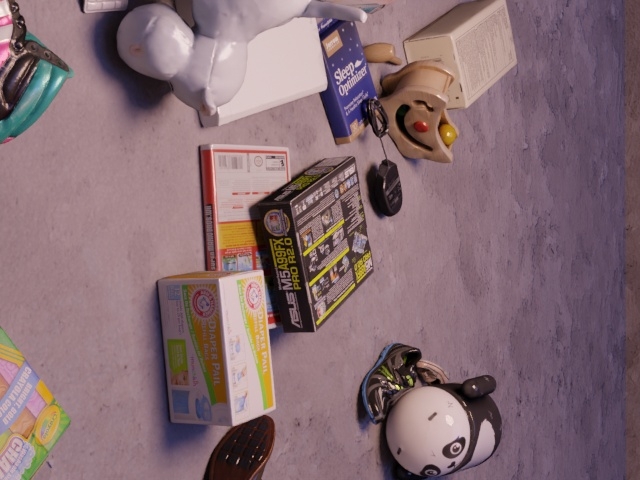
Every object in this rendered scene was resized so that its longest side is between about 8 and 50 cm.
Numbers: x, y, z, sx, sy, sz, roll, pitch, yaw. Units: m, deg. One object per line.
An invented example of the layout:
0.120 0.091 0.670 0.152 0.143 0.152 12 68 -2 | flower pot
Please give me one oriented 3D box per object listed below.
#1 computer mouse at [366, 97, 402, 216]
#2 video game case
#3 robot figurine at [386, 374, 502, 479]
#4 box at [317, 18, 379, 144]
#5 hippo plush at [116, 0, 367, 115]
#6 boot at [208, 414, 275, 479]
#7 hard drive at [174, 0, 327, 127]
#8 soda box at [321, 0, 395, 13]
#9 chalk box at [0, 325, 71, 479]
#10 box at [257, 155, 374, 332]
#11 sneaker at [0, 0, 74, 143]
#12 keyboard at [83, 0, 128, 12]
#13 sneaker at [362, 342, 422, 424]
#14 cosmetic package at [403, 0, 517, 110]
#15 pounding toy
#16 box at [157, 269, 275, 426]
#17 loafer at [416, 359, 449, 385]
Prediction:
0.107 -0.151 1.864 0.071 0.041 0.242 -47 133 -47 | computer mouse
-0.105 -0.003 1.557 0.204 0.025 0.285 -5 92 -58 | video game case
0.242 0.360 1.936 0.278 0.174 0.209 8 81 -57 | robot figurine
0.038 -0.300 1.791 0.136 0.036 0.225 -49 126 -47 | box
-0.143 -0.303 1.361 0.294 0.236 0.234 25 20 -24 | hippo plush
-0.121 0.363 1.487 0.219 0.082 0.106 -62 159 -44 | boot
-0.099 -0.305 1.574 0.307 0.040 0.203 -29 113 -54 | hard drive
0.061 -0.451 1.801 0.183 0.063 0.058 -5 75 -57 | soda box
-0.362 0.192 1.047 0.132 0.132 0.213 -59 136 -41 | chalk box
0.000 0.000 1.653 0.270 0.060 0.216 -41 125 -59 | box
-0.349 -0.232 1.097 0.178 0.124 0.295 16 83 -51 | sneaker
-0.254 -0.409 1.261 0.072 0.014 0.256 -27 136 -53 | keyboard
0.133 0.257 1.861 0.188 0.078 0.067 -55 132 -42 | sneaker
0.301 -0.395 2.136 0.309 0.113 0.160 -41 122 -51 | cosmetic package
0.199 -0.286 1.931 0.269 0.154 0.155 52 47 -43 | pounding toy
-0.143 0.145 1.407 0.103 0.114 0.203 -10 95 -57 | box
0.225 0.273 2.040 0.125 0.045 0.039 38 64 -53 | loafer
